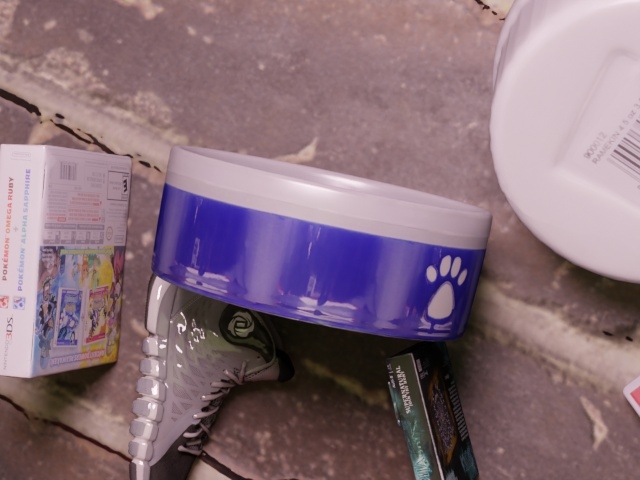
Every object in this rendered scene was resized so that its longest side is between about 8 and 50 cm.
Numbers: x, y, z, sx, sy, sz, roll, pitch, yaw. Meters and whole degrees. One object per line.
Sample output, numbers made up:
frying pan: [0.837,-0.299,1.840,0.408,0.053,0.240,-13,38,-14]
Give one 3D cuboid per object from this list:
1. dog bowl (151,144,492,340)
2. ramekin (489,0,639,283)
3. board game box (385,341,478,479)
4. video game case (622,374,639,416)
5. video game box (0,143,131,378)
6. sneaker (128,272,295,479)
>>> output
dog bowl: [0.000,0.000,1.410,0.264,0.265,0.104,12,95,9]
ramekin: [0.264,-0.100,1.379,0.277,0.135,0.277,6,117,12]
board game box: [0.093,0.148,1.434,0.026,0.186,0.126,-14,87,11]
video game case: [0.406,0.106,1.402,0.285,0.025,0.204,-39,45,8]
video game box: [-0.218,0.016,1.478,0.048,0.205,0.187,2,90,13]
sneaker: [-0.091,0.136,1.518,0.132,0.086,0.229,5,90,7]
